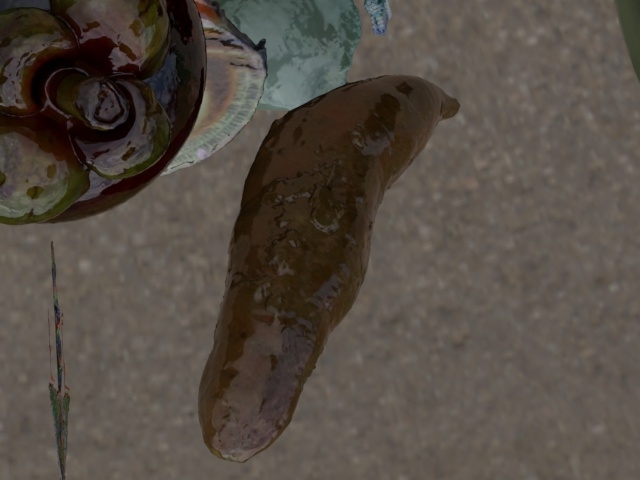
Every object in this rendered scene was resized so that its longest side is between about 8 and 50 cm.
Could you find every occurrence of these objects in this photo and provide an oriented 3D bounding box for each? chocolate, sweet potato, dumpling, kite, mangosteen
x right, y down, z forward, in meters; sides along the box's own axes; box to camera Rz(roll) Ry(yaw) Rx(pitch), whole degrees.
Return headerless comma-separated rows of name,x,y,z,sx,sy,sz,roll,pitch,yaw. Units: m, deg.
chocolate,-0.149,-0.152,1.305,0.221,0.147,0.221,-11,153,-6
sweet potato,-0.009,-0.012,1.193,0.106,0.354,0.095,44,139,-16
dumpling,-0.068,-0.180,1.482,0.217,0.149,0.105,9,165,17
kite,-0.245,0.122,1.754,0.006,0.244,0.198,-3,176,-3
mangosteen,-0.145,-0.090,1.025,0.200,0.200,0.200,-6,132,-6

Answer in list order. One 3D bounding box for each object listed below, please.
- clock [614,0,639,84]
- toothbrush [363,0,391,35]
clock,0.183,-0.162,0.925,0.029,0.235,0.235,-9,132,-5
toothbrush,0.023,-0.287,1.521,0.030,0.030,0.304,-15,137,2
